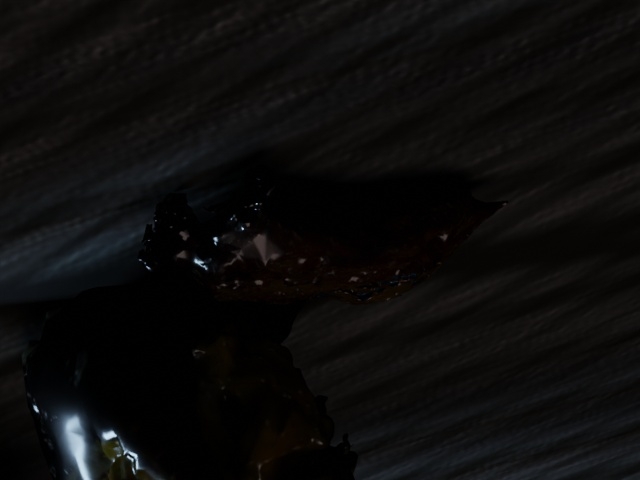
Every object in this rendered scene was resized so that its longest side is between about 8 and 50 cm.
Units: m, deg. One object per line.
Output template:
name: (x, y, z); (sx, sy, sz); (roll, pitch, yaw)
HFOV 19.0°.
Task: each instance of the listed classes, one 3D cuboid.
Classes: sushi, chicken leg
sushi: (-0.078, 0.125, 1.226); (0.200, 0.204, 0.213); (-11, 155, -14)
chicken leg: (0.000, 0.000, 1.192); (0.234, 0.063, 0.105); (3, 150, -30)
